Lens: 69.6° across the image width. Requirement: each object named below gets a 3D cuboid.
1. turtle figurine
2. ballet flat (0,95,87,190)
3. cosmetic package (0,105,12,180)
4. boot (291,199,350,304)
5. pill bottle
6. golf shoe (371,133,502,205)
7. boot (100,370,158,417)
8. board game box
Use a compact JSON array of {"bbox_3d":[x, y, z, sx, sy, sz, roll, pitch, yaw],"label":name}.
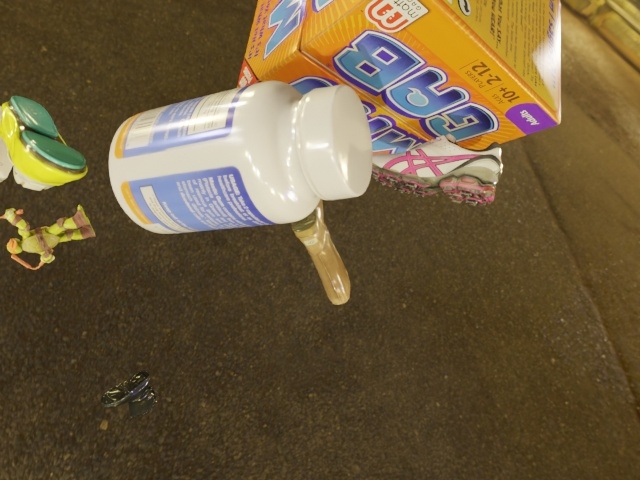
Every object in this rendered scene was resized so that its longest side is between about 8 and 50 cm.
[{"bbox_3d":[-0.720,-0.018,1.200,0.217,0.270,0.087,-23,55,-19],"label":"turtle figurine"},{"bbox_3d":[-0.359,-0.109,0.583,0.231,0.077,0.077,41,14,38],"label":"ballet flat"},{"bbox_3d":[-0.855,-0.238,1.091,0.217,0.384,0.156,26,75,-37],"label":"cosmetic package"},{"bbox_3d":[0.000,0.000,1.210,0.236,0.089,0.270,-87,157,-45],"label":"boot"},{"bbox_3d":[-0.087,-0.090,0.520,0.152,0.271,0.153,-3,90,-65],"label":"pill bottle"},{"bbox_3d":[0.153,-0.103,0.633,0.186,0.086,0.067,14,-8,29],"label":"golf shoe"},{"bbox_3d":[-0.426,0.360,1.036,0.045,0.099,0.121,24,36,29],"label":"boot"},{"bbox_3d":[0.132,-0.362,0.751,0.356,0.356,0.357,21,69,-35],"label":"board game box"}]
